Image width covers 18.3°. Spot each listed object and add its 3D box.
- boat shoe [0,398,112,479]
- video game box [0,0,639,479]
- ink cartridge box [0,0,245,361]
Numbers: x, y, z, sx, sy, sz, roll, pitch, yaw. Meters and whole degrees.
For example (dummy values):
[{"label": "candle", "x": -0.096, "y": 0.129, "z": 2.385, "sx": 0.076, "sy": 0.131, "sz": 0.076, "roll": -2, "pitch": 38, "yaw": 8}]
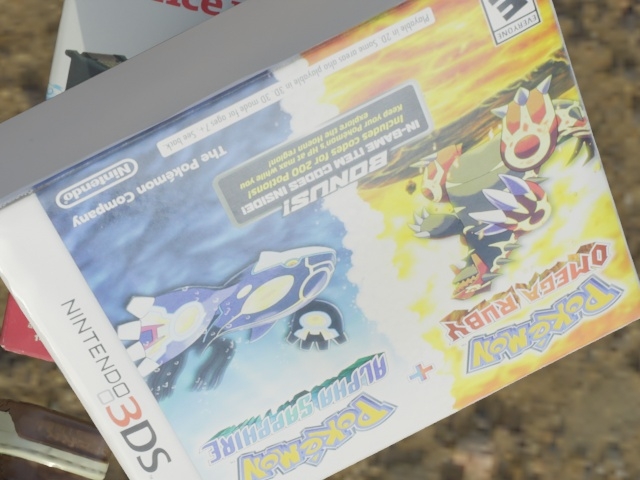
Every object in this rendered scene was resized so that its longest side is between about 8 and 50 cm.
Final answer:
[{"label": "boat shoe", "x": -0.200, "y": 0.138, "z": 1.096, "sx": 0.095, "sy": 0.257, "sz": 0.095, "roll": 18, "pitch": 78, "yaw": -23}, {"label": "video game box", "x": 0.000, "y": 0.000, "z": 0.698, "sx": 0.205, "sy": 0.048, "sz": 0.187, "roll": -27, "pitch": 134, "yaw": -2}, {"label": "ink cartridge box", "x": -0.047, "y": -0.032, "z": 0.798, "sx": 0.072, "sy": 0.127, "sz": 0.175, "roll": -57, "pitch": 160, "yaw": -74}]
